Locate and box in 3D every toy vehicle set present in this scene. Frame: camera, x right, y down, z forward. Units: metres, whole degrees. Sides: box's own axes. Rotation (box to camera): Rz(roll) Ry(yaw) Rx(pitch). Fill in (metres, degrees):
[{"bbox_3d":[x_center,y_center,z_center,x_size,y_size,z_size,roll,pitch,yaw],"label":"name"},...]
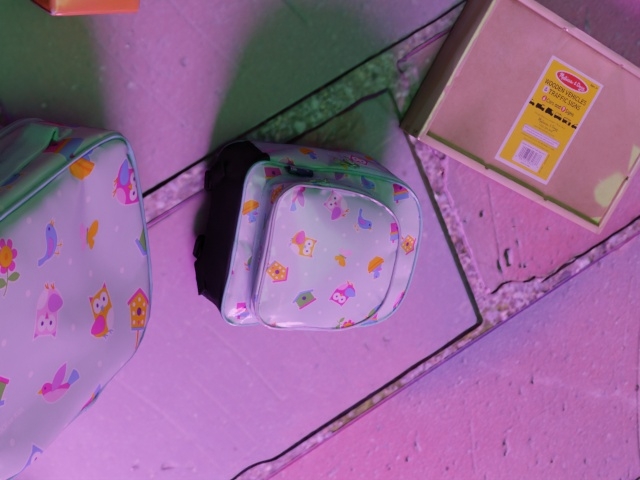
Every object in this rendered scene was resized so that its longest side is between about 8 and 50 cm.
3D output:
[{"bbox_3d":[0.220,-0.127,1.367,0.267,0.035,0.166,25,99,-34],"label":"toy vehicle set"}]

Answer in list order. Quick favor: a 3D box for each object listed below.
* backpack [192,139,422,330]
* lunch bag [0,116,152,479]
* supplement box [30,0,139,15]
[{"bbox_3d":[0.000,0.000,1.246,0.188,0.144,0.166,1,106,-32],"label":"backpack"},{"bbox_3d":[-0.239,0.034,1.084,0.279,0.108,0.224,-51,140,-52],"label":"lunch bag"},{"bbox_3d":[-0.179,-0.293,1.056,0.078,0.080,0.233,-7,113,-27],"label":"supplement box"}]
